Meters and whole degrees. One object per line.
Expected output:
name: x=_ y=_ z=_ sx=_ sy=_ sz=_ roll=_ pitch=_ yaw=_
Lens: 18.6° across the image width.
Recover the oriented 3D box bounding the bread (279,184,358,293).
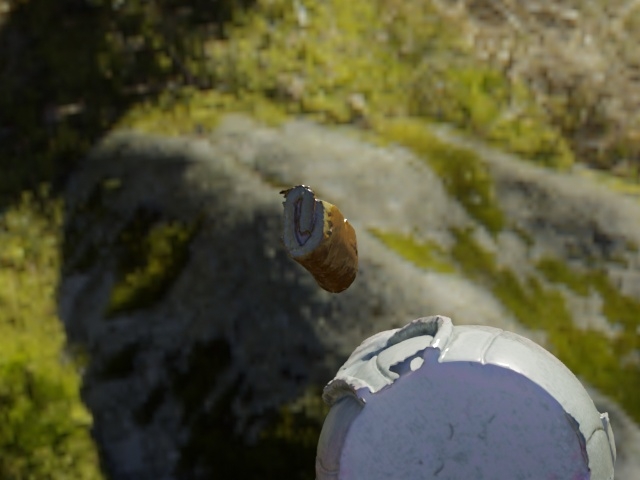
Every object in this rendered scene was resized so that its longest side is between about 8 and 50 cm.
bread: x=0.000 y=0.000 z=1.209 sx=0.036 sy=0.083 sz=0.047 roll=-9 pitch=70 yaw=14

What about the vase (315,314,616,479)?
vase: x=0.113 y=0.181 z=1.617 sx=0.250 sy=0.250 sz=0.445 roll=0 pitch=-2 yaw=3
